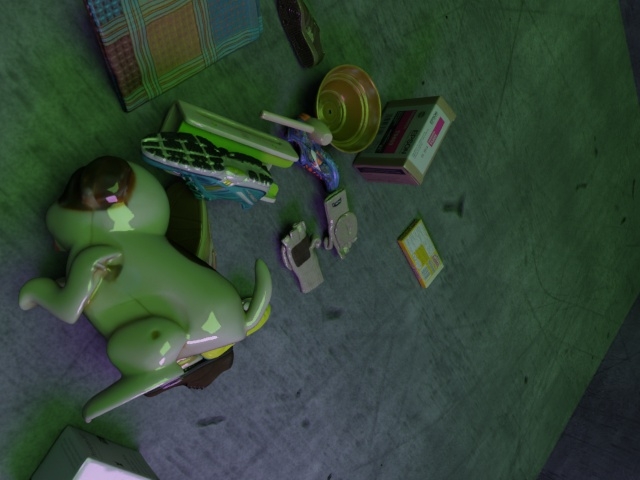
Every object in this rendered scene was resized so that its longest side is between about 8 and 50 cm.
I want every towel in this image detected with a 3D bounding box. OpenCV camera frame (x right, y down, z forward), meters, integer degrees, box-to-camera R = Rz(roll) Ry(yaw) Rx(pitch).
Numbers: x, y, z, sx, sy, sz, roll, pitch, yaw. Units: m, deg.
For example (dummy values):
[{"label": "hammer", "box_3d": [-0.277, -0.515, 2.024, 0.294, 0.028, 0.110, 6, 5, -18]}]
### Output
[{"label": "towel", "box_3d": [-0.257, -0.434, 0.994, 0.370, 0.040, 0.271, -43, 158, -25]}]

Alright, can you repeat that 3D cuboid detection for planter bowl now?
[{"label": "planter bowl", "box_3d": [0.048, -0.330, 1.308, 0.217, 0.090, 0.217, -7, 101, -38]}]

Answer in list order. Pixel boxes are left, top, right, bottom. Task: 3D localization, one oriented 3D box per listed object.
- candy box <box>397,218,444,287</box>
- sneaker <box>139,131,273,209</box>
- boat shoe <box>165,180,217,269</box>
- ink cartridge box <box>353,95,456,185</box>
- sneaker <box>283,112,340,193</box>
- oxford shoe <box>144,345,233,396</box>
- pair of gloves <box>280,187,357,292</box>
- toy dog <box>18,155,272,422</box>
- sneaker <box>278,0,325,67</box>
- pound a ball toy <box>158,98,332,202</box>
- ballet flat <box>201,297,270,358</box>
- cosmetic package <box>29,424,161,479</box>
[{"label": "candy box", "box_3d": [0.318, 0.043, 1.619, 0.105, 0.027, 0.205, -47, 123, -26]}, {"label": "sneaker", "box_3d": [-0.220, -0.123, 0.996, 0.275, 0.107, 0.110, 18, 125, -39]}, {"label": "boat shoe", "box_3d": [-0.285, 0.043, 1.104, 0.110, 0.122, 0.340, -12, 107, -73]}, {"label": "ink cartridge box", "box_3d": [0.225, -0.270, 1.391, 0.088, 0.193, 0.234, 40, 72, -36]}, {"label": "sneaker", "box_3d": [-0.024, -0.206, 1.290, 0.087, 0.083, 0.221, -34, 118, -8]}, {"label": "oxford shoe", "box_3d": [-0.289, 0.302, 1.147, 0.227, 0.083, 0.096, -18, 112, -34]}, {"label": "pair of gloves", "box_3d": [0.000, 0.000, 1.343, 0.240, 0.042, 0.204, -42, 133, -21]}, {"label": "toy dog", "box_3d": [-0.328, 0.049, 0.919, 0.396, 0.284, 0.407, -29, 86, 3]}, {"label": "sneaker", "box_3d": [-0.043, -0.515, 1.237, 0.071, 0.066, 0.188, -49, 130, -42]}, {"label": "pound a ball toy", "box_3d": [-0.163, -0.220, 1.110, 0.319, 0.135, 0.208, 13, 119, -37]}, {"label": "ballet flat", "box_3d": [-0.187, 0.183, 1.174, 0.231, 0.077, 0.077, -37, 154, -46]}, {"label": "cosmetic package", "box_3d": [-0.444, 0.488, 1.008, 0.184, 0.151, 0.151, 43, 70, -36]}]
